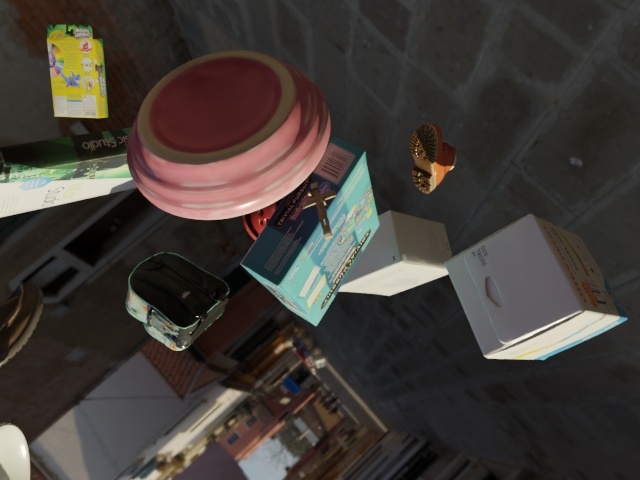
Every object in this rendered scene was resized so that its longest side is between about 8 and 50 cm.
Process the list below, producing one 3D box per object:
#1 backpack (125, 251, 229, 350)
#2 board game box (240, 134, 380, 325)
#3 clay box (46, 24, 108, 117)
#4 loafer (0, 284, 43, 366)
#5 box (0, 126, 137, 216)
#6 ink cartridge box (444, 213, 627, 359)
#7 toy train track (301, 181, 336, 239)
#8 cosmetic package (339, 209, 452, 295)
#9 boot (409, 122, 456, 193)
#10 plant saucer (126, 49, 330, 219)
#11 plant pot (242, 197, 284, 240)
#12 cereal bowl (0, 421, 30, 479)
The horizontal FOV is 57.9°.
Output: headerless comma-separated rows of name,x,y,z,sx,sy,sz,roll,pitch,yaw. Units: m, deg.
backpack,-0.308,0.123,1.212,0.188,0.166,0.144,36,136,7
board game box,0.000,0.000,1.047,0.079,0.254,0.336,29,169,17
clay box,-0.609,-0.422,1.453,0.053,0.127,0.222,-53,-34,-72
loafer,-0.747,0.229,1.228,0.134,0.366,0.130,16,152,54
box,-0.450,-0.132,1.089,0.232,0.322,0.058,-26,85,55
ink cartridge box,0.353,0.085,0.946,0.232,0.168,0.171,12,-130,-48
toy train track,0.000,-0.041,0.749,0.014,0.048,0.083,44,-152,-62
cosmetic package,0.171,0.039,1.448,0.224,0.224,0.138,8,-116,-45
boot,0.212,-0.166,1.059,0.059,0.084,0.158,43,161,30
plant saucer,-0.153,-0.187,0.909,0.332,0.332,0.084,42,163,32
plant pot,-0.124,-0.079,1.725,0.174,0.191,0.191,-27,108,41
cereal bowl,-0.637,0.484,0.993,0.339,0.141,0.339,-176,90,-85
